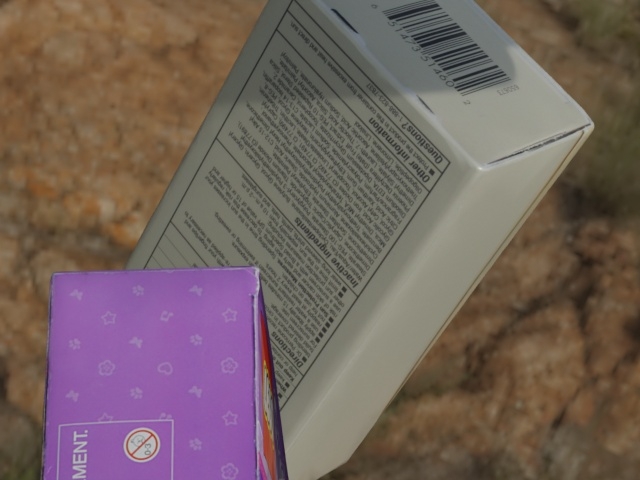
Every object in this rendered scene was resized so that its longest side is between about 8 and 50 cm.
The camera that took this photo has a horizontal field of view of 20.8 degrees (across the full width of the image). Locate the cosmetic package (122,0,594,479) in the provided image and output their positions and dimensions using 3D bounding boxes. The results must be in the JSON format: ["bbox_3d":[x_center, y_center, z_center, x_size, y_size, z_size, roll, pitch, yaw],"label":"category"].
[{"bbox_3d":[0.000,0.000,0.999,0.113,0.309,0.160,-22,64,-45],"label":"cosmetic package"}]

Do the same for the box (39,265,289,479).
[{"bbox_3d":[-0.035,0.159,0.519,0.057,0.293,0.201,-2,64,1],"label":"box"}]
